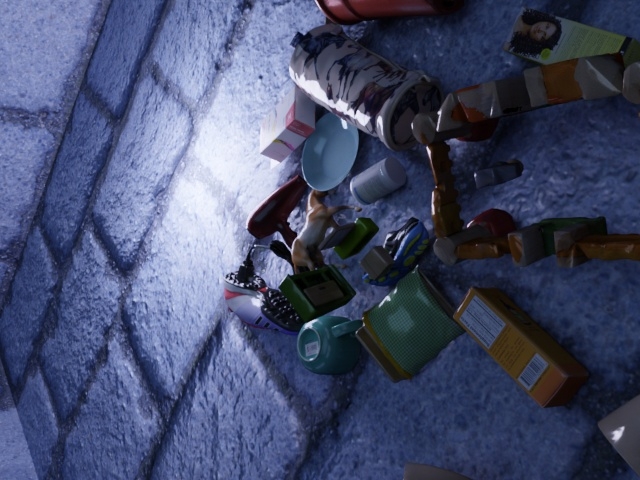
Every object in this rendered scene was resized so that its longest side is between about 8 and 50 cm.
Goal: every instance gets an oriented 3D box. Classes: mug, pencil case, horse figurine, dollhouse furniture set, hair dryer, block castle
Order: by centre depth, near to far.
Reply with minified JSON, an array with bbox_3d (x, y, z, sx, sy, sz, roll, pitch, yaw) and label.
[{"bbox_3d":[0.380,-0.117,1.042,0.453,0.213,0.302,-3,102,52],"label":"block castle"},{"bbox_3d":[0.100,0.127,1.301,0.301,0.151,0.197,50,122,19],"label":"dollhouse furniture set"},{"bbox_3d":[0.092,-0.341,1.447,0.410,0.160,0.183,43,133,43],"label":"pencil case"},{"bbox_3d":[0.015,0.218,1.476,0.129,0.097,0.157,37,110,45],"label":"mug"},{"bbox_3d":[0.000,0.000,1.546,0.175,0.066,0.263,20,89,37],"label":"horse figurine"},{"bbox_3d":[-0.082,-0.018,1.656,0.224,0.080,0.293,6,87,19],"label":"hair dryer"}]

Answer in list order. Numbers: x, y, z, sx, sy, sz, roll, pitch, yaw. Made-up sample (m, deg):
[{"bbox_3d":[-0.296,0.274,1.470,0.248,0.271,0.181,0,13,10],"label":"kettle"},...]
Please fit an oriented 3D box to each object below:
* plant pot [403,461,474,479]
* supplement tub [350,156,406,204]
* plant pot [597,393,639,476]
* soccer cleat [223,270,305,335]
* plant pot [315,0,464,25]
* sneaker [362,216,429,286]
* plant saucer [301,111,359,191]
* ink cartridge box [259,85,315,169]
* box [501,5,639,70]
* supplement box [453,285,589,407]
[{"bbox_3d":[0.237,0.512,1.092,0.191,0.284,0.284,-2,80,10],"label":"plant pot"},{"bbox_3d":[0.123,-0.126,1.442,0.107,0.071,0.071,-27,64,41],"label":"supplement tub"},{"bbox_3d":[0.541,0.232,0.824,0.274,0.256,0.256,-47,50,10],"label":"plant pot"},{"bbox_3d":[-0.133,0.175,1.659,0.318,0.109,0.116,25,123,45],"label":"soccer cleat"},{"bbox_3d":[0.160,-0.570,1.361,0.265,0.272,0.272,20,98,39],"label":"plant pot"},{"bbox_3d":[0.156,0.027,1.395,0.188,0.067,0.078,-51,28,31],"label":"sneaker"},{"bbox_3d":[0.032,-0.207,1.576,0.195,0.037,0.194,-15,70,45],"label":"plant saucer"},{"bbox_3d":[-0.094,-0.278,1.685,0.198,0.067,0.115,-38,41,43],"label":"ink cartridge box"},{"bbox_3d":[0.429,-0.330,1.155,0.232,0.058,0.087,38,112,43],"label":"box"},{"bbox_3d":[0.337,0.176,1.150,0.233,0.078,0.080,51,123,40],"label":"supplement box"}]
